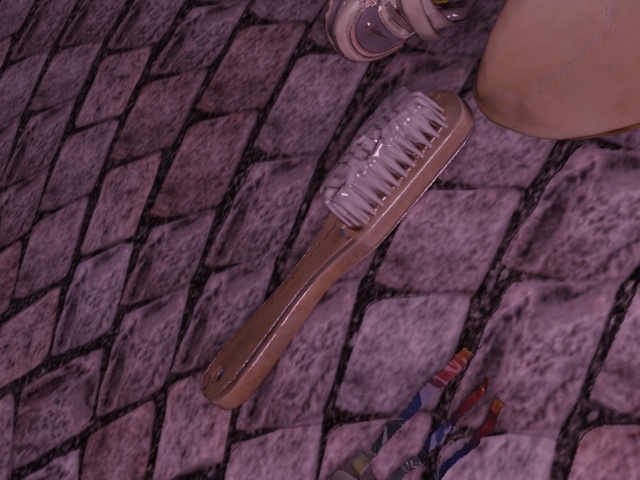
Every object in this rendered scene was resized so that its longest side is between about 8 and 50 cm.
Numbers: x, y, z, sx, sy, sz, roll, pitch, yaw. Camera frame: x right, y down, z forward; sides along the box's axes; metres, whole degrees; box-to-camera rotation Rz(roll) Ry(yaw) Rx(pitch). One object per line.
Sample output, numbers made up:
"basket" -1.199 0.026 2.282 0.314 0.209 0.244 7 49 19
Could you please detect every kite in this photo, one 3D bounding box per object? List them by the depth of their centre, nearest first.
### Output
"kite" 0.038 0.184 1.101 0.245 0.015 0.141 -50 34 11

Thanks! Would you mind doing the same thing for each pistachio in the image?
"pistachio" 0.211 -0.157 1.098 0.238 0.138 0.153 -30 74 32

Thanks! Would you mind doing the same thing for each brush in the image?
"brush" 0.000 0.000 1.278 0.327 0.065 0.070 -51 36 5

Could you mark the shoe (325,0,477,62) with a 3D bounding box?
"shoe" 0.091 -0.215 1.344 0.180 0.089 0.092 -44 36 -1
